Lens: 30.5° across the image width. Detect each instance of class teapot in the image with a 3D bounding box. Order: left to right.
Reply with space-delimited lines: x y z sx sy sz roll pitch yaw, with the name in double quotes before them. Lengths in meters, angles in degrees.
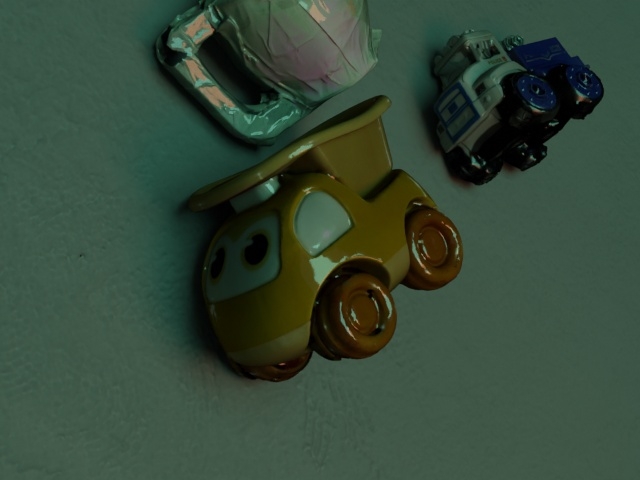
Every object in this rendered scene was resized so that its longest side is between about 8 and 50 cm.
"teapot" -0.035 -0.213 1.242 0.221 0.163 0.178 -49 117 -36

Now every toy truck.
"toy truck" 0.000 0.000 1.188 0.288 0.204 0.212 -38 100 -38
"toy truck" 0.231 -0.189 1.474 0.213 0.161 0.177 -18 71 -40
